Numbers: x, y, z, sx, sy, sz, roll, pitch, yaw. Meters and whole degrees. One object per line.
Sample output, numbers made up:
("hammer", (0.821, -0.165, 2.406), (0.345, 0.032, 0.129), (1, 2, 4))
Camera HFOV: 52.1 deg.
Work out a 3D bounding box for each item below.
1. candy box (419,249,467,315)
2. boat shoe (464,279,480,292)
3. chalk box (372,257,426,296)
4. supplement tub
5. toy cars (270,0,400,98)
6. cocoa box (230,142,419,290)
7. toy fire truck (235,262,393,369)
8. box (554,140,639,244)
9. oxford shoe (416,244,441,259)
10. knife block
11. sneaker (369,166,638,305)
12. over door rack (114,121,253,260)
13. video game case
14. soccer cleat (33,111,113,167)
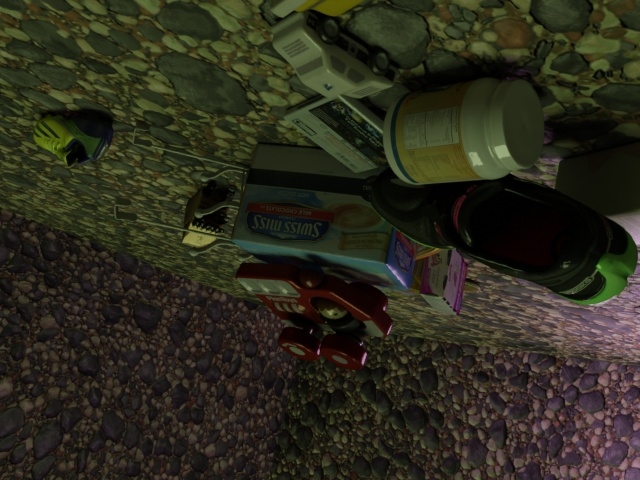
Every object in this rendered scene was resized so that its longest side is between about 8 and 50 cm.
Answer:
("candy box", (0.351, 0.109, 1.850), (0.071, 0.159, 0.233), (6, 164, 24))
("boat shoe", (0.426, 0.157, 2.146), (0.190, 0.072, 0.068), (11, 166, 10))
("chalk box", (0.228, 0.089, 1.948), (0.132, 0.132, 0.213), (18, 167, -17))
("supplement tub", (0.207, -0.158, 0.960), (0.199, 0.144, 0.144), (0, 160, 44))
("toy cars", (-0.005, -0.272, 0.837), (0.176, 0.087, 0.394), (10, 166, 15))
("cocoa box", (0.027, -0.047, 1.401), (0.347, 0.228, 0.231), (8, 165, 22))
("toy fire truck", (-0.012, 0.135, 1.387), (0.302, 0.169, 0.254), (1, 146, 42))
("box", (0.531, -0.076, 1.017), (0.148, 0.121, 0.311), (21, 164, -28))
("oxford shoe", (0.149, -0.037, 1.545), (0.363, 0.130, 0.132), (1, 157, 43))
("knife block", (-0.310, -0.104, 1.854), (0.088, 0.242, 0.276), (20, -150, -19))
("sneaker", (0.259, -0.055, 1.055), (0.482, 0.185, 0.202), (22, 178, 45))
("over door rack", (-0.298, -0.099, 1.479), (0.324, 0.240, 0.108), (20, 140, -26))
("video game case", (0.051, -0.192, 1.172), (0.190, 0.022, 0.173), (34, 158, -27))
("soccer cleat", (-0.589, -0.227, 1.514), (0.289, 0.121, 0.093), (3, 163, 39))
